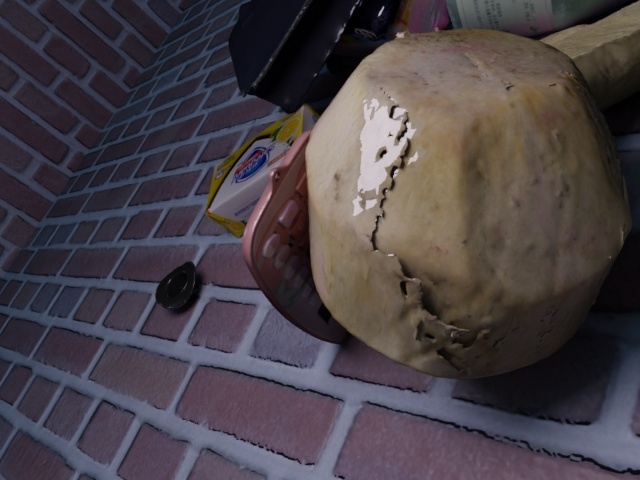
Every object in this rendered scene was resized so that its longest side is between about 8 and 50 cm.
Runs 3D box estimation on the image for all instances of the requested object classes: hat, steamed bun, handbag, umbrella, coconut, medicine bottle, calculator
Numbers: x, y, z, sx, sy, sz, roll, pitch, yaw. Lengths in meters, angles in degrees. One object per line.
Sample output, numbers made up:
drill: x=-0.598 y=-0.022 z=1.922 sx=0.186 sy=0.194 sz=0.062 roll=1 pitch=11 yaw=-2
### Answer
hat: x=-0.286 y=0.097 z=1.290 sx=0.121 sy=0.050 sz=0.121 roll=-24 pitch=44 yaw=26
steamed bun: x=0.348 y=-0.219 z=0.801 sx=0.231 sy=0.110 sz=0.212 roll=-27 pitch=18 yaw=-3
handbag: x=-0.060 y=-0.455 z=1.250 sx=0.303 sy=0.122 sz=0.329 roll=-53 pitch=36 yaw=26
umbrella: x=0.029 y=-0.429 z=1.461 sx=0.036 sy=0.031 sz=0.133 roll=-37 pitch=36 yaw=22
coconut: x=0.138 y=-0.026 z=0.660 sx=0.353 sy=0.353 sz=0.352 roll=-31 pitch=37 yaw=27
medicine bottle: x=0.332 y=-0.414 z=0.856 sx=0.290 sy=0.245 sz=0.245 roll=0 pitch=55 yaw=27
calculator: x=0.000 y=0.000 z=0.800 sx=0.048 sy=0.329 sz=0.220 roll=20 pitch=70 yaw=29

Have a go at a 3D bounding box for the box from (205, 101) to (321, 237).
box: x=-0.102 y=-0.140 z=1.266 sx=0.265 sy=0.097 sz=0.168 roll=-29 pitch=38 yaw=29

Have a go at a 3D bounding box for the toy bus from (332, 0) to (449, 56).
toy bus: x=0.098 y=-0.465 z=1.284 sx=0.386 sy=0.162 sz=0.171 roll=23 pitch=93 yaw=58
